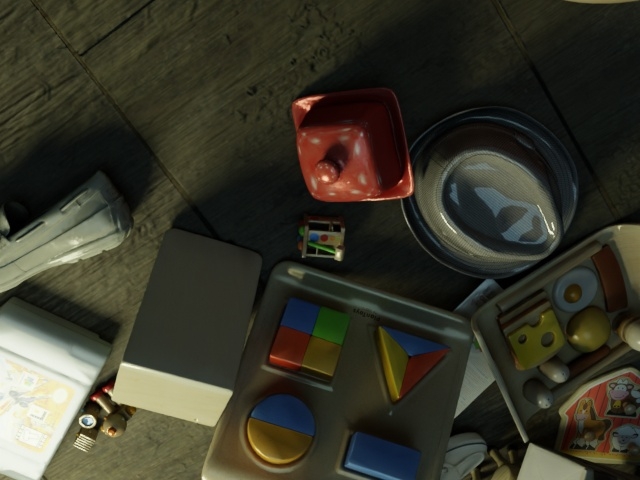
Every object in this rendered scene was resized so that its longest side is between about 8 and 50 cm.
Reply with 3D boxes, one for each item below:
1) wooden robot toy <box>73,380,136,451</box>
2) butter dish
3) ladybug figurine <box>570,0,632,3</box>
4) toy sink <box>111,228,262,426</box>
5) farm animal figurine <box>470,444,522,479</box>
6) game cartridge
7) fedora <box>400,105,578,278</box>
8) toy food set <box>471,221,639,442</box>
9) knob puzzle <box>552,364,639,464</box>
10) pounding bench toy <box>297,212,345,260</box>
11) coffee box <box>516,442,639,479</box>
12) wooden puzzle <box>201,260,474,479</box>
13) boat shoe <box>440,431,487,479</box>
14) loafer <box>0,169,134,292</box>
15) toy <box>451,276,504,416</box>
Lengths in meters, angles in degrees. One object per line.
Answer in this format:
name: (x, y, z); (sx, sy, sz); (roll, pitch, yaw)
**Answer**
wooden robot toy: (-0.334, 0.279, 1.200); (0.173, 0.079, 0.076); (-37, 110, 12)
butter dish: (0.028, -0.109, 1.014); (0.160, 0.118, 0.160); (-2, 115, 26)
ladybug figurine: (0.346, -0.432, 0.886); (0.449, 0.162, 0.305); (3, 112, -4)
toy sink: (-0.189, 0.124, 1.100); (0.153, 0.234, 0.131); (17, 141, -10)
farm animal figurine: (0.259, 0.537, 1.287); (0.327, 0.172, 0.330); (-15, 113, 4)
game cartridge: (-0.477, 0.240, 1.193); (0.198, 0.062, 0.297); (26, 110, -17)
fedora: (0.246, -0.052, 1.053); (0.275, 0.124, 0.244); (41, 101, -14)
toy food set: (0.389, 0.140, 1.139); (0.306, 0.092, 0.219); (-31, 112, -7)
knob puzzle: (0.495, 0.297, 1.274); (0.213, 0.030, 0.213); (-1, 113, -2)
pounding bench toy: (0.000, 0.000, 1.095); (0.065, 0.083, 0.052); (4, 113, -5)
coffee box: (0.440, 0.446, 1.211); (0.297, 0.119, 0.168); (23, 85, -32)
wooden puzzle: (0.035, 0.228, 1.079); (0.322, 0.080, 0.348); (18, 74, 0)
boat shoe: (0.179, 0.399, 1.220); (0.258, 0.084, 0.095); (-24, 134, -24)
loafer: (-0.423, -0.002, 1.067); (0.319, 0.112, 0.111); (-23, 107, -1)
toy: (0.217, 0.176, 1.196); (0.237, 0.056, 0.137); (-44, 104, 9)
